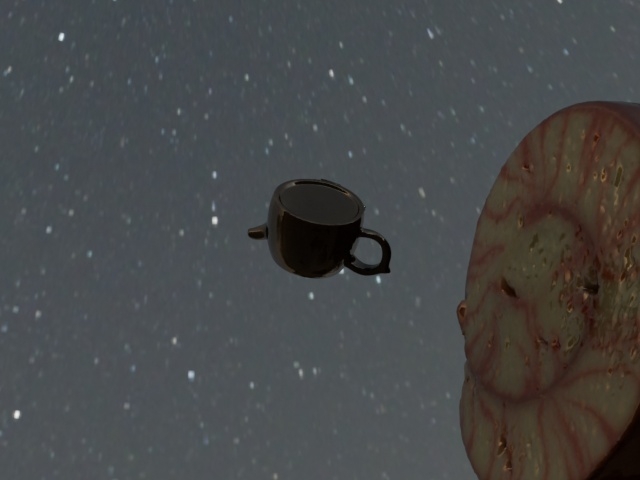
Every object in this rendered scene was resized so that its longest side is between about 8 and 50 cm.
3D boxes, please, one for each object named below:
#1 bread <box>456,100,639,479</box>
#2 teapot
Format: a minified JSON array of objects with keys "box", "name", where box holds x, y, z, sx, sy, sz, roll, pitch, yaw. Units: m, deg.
[{"box":[0.221,0.055,1.050,0.114,0.295,0.328,12,-104,-22],"name":"bread"},{"box":[0.000,0.000,1.063,0.121,0.076,0.068,18,-59,11],"name":"teapot"}]
